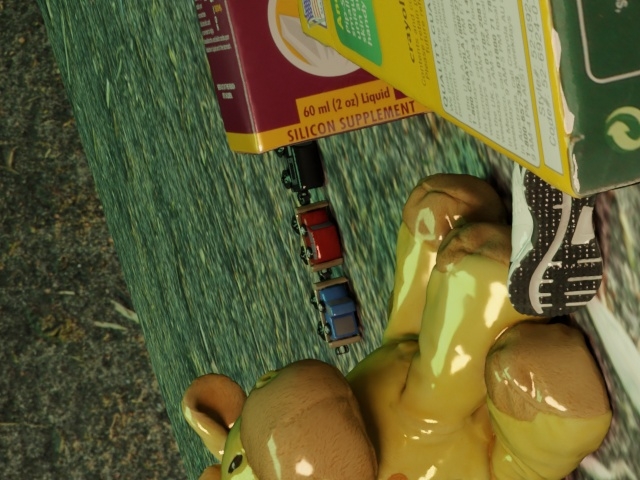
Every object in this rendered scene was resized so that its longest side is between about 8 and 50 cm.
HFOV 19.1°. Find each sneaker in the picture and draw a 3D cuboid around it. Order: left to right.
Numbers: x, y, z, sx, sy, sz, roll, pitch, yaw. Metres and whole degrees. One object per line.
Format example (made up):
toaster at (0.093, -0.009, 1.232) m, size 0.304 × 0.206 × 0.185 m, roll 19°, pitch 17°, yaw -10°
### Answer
sneaker at (0.099, -0.012, 0.799) m, size 0.044 × 0.040 × 0.109 m, roll -93°, pitch 4°, yaw -46°

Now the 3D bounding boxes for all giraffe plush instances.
giraffe plush at (0.026, 0.092, 0.913) m, size 0.181 × 0.170 × 0.210 m, roll -121°, pitch 20°, yaw -53°

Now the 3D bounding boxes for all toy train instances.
toy train at (0.000, 0.000, 1.288) m, size 0.036 × 0.027 × 0.158 m, roll -10°, pitch 94°, yaw 67°

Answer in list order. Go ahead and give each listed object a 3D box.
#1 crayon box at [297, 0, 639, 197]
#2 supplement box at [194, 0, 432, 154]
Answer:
crayon box at (0.055, -0.156, 0.703) m, size 0.323 × 0.083 × 0.203 m, roll -137°, pitch 35°, yaw -68°
supplement box at (-0.012, -0.147, 0.973) m, size 0.081 × 0.104 × 0.188 m, roll -165°, pitch 61°, yaw -76°
